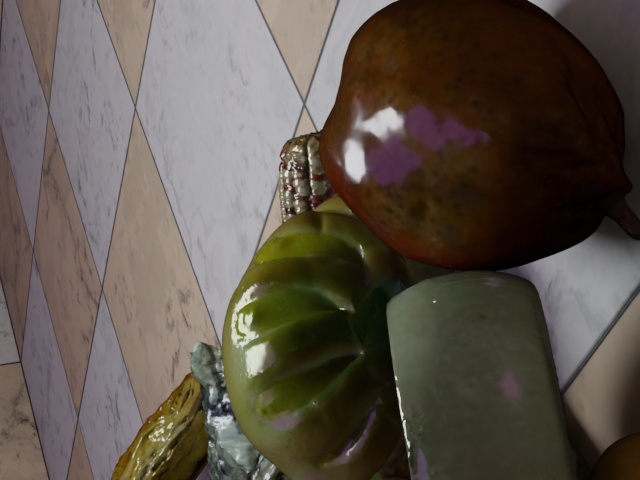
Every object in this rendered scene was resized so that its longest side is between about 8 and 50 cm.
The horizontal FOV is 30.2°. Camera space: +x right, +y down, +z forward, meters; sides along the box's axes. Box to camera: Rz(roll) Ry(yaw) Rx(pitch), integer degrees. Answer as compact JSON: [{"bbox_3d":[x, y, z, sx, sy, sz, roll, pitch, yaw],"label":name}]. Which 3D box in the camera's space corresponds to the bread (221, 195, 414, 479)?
[{"bbox_3d":[-0.003,0.095,1.000,0.158,0.156,0.260,130,125,-69],"label":"bread"}]

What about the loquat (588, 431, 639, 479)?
[{"bbox_3d":[0.227,0.175,0.729,0.113,0.137,0.137,-113,27,-47],"label":"loquat"}]

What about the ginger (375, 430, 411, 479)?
[{"bbox_3d":[0.054,0.147,1.165,0.104,0.080,0.204,-36,59,34],"label":"ginger"}]

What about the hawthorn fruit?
[{"bbox_3d":[0.127,-0.065,0.831,0.248,0.208,0.208,27,123,41],"label":"hawthorn fruit"}]

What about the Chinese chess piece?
[{"bbox_3d":[0.111,0.144,0.779,0.250,0.101,0.250,-10,-90,-84],"label":"Chinese chess piece"}]

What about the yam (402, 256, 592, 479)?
[{"bbox_3d":[0.126,0.107,1.002,0.371,0.083,0.083,-123,35,-43],"label":"yam"}]

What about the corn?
[{"bbox_3d":[0.000,0.000,1.262,0.079,0.080,0.237,-156,58,-63],"label":"corn"}]

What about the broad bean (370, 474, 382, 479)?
[{"bbox_3d":[0.040,0.230,1.242,0.195,0.061,0.046,176,85,-67],"label":"broad bean"}]

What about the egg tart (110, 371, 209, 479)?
[{"bbox_3d":[-0.216,0.296,1.733,0.241,0.106,0.241,-52,7,9],"label":"egg tart"}]

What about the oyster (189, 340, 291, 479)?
[{"bbox_3d":[-0.083,0.274,1.450,0.162,0.158,0.350,-4,109,32],"label":"oyster"}]
